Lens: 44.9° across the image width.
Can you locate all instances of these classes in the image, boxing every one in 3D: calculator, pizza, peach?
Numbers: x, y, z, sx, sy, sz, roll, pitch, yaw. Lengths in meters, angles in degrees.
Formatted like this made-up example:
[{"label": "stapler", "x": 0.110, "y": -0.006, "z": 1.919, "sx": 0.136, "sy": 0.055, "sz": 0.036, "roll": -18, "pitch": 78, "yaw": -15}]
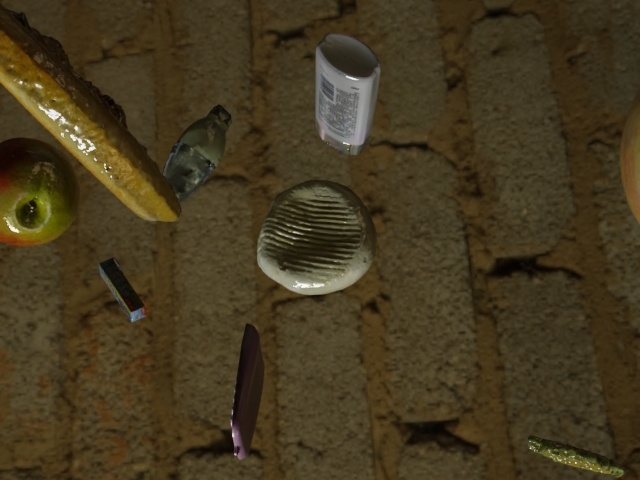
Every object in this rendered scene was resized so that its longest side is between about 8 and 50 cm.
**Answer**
[{"label": "calculator", "x": -0.163, "y": 0.347, "z": 1.751, "sx": 0.194, "sy": 0.043, "sz": 0.294, "roll": 88, "pitch": -174, "yaw": -50}, {"label": "pizza", "x": -0.283, "y": -0.150, "z": 0.883, "sx": 0.268, "sy": 0.087, "sz": 0.258, "roll": 44, "pitch": 176, "yaw": 19}, {"label": "peach", "x": -0.608, "y": -0.101, "z": 1.600, "sx": 0.231, "sy": 0.231, "sz": 0.230, "roll": -5, "pitch": -90, "yaw": -83}]

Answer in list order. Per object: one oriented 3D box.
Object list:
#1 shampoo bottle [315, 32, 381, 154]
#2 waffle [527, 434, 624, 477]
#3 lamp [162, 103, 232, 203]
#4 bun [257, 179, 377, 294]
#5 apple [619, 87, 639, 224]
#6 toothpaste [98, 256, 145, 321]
[{"label": "shampoo bottle", "x": 0.034, "y": -0.191, "z": 1.049, "sx": 0.056, "sy": 0.086, "sz": 0.227, "roll": -53, "pitch": -11, "yaw": -14}, {"label": "waffle", "x": 0.498, "y": 0.420, "z": 1.511, "sx": 0.169, "sy": 0.184, "sz": 0.036, "roll": 36, "pitch": -112, "yaw": -54}, {"label": "lamp", "x": -0.263, "y": -0.171, "z": 1.611, "sx": 0.250, "sy": 0.101, "sz": 0.101, "roll": -58, "pitch": -16, "yaw": -9}, {"label": "bun", "x": 0.000, "y": 0.000, "z": 1.426, "sx": 0.133, "sy": 0.231, "sz": 0.231, "roll": 44, "pitch": -140, "yaw": -66}, {"label": "apple", "x": 0.602, "y": -0.125, "z": 1.031, "sx": 0.391, "sy": 0.392, "sz": 0.346, "roll": 28, "pitch": -104, "yaw": -81}, {"label": "toothpaste", "x": -0.541, "y": 0.128, "z": 2.110, "sx": 0.193, "sy": 0.044, "sz": 0.070, "roll": 48, "pitch": 149, "yaw": 28}]
